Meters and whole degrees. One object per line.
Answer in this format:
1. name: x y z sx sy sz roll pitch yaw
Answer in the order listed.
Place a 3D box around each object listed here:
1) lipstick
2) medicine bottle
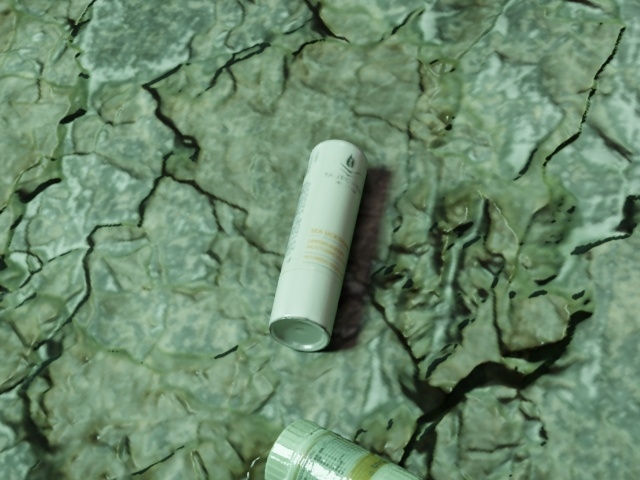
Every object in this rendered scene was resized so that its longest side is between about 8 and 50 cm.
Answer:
1. lipstick: 0.000 0.000 0.978 0.040 0.040 0.141 0 54 18
2. medicine bottle: 0.015 0.136 0.867 0.083 0.047 0.047 22 63 30
